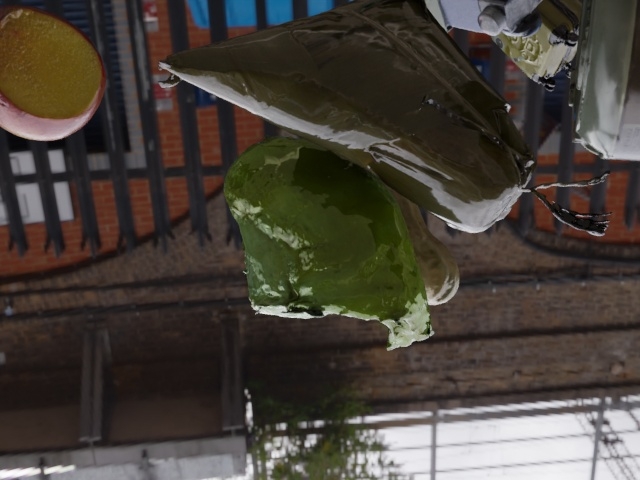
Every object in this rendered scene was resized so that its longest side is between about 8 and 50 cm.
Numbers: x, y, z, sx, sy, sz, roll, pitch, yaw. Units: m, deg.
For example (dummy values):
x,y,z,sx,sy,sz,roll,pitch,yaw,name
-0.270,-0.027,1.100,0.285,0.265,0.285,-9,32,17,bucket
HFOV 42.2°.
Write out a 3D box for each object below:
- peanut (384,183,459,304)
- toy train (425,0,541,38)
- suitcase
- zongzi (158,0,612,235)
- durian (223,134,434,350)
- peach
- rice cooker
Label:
x,y,z,sx,sy,sz,roll,pitch,yaw,name
0.136,-0.007,1.480,0.130,0.290,0.130,-33,175,-3,peanut
0.327,-0.467,1.406,0.202,0.131,0.299,27,-115,41,toy train
0.522,-0.500,1.938,0.143,0.194,0.235,-30,-112,-18,suitcase
0.080,-0.108,0.998,0.418,0.181,0.447,-21,-114,-32,zongzi
0.000,0.000,1.145,0.256,0.339,0.204,-14,177,16,durian
-0.401,-0.239,1.170,0.190,0.190,0.192,-6,165,-9,peach
0.462,-0.238,0.941,0.326,0.335,0.335,6,-156,13,rice cooker
